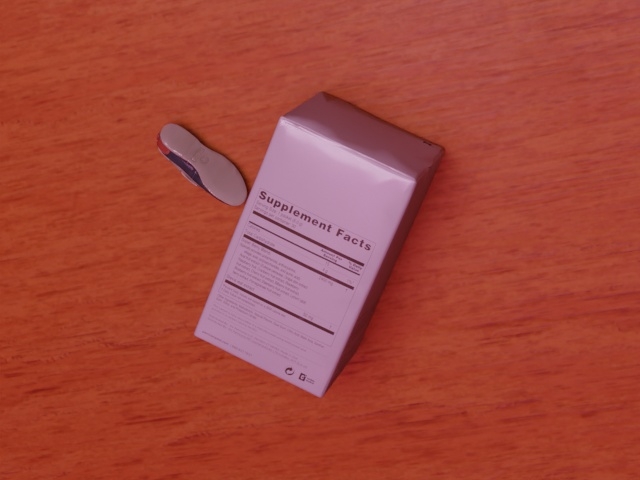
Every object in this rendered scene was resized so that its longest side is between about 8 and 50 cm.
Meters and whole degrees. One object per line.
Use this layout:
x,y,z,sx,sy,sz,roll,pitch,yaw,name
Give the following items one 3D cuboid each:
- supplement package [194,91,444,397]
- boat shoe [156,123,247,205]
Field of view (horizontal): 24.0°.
0.000,0.000,1.783,0.175,0.177,0.293,26,110,8,supplement package
-0.149,-0.090,1.874,0.137,0.049,0.043,40,154,-1,boat shoe
